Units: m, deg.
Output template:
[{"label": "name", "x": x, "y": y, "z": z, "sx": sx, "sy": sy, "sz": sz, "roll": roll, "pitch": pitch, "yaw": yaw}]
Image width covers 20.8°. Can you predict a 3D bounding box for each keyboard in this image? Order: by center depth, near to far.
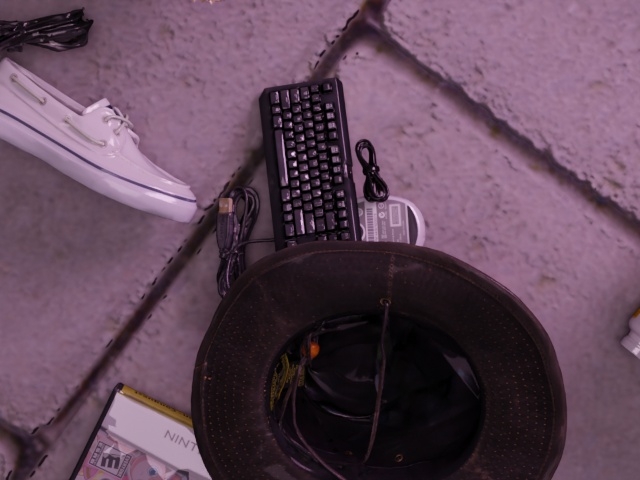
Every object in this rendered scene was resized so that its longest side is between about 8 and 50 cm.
[{"label": "keyboard", "x": 0.006, "y": -0.059, "z": 1.581, "sx": 0.108, "sy": 0.023, "sz": 0.180, "roll": -7, "pitch": 76, "yaw": 1}]

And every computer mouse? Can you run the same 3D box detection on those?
[{"label": "computer mouse", "x": 0.000, "y": 0.000, "z": 1.604, "sx": 0.193, "sy": 0.042, "sz": 0.106, "roll": -2, "pitch": 81, "yaw": 2}]

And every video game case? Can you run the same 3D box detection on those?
[{"label": "video game case", "x": -0.138, "y": 0.308, "z": 1.635, "sx": 0.248, "sy": 0.035, "sz": 0.274, "roll": 26, "pitch": 94, "yaw": -3}]

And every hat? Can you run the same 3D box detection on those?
[{"label": "hat", "x": 0.058, "y": 0.134, "z": 1.566, "sx": 0.331, "sy": 0.134, "sz": 0.331, "roll": 3, "pitch": 102, "yaw": 12}]

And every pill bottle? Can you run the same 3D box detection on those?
[{"label": "pill bottle", "x": 0.314, "y": 0.071, "z": 1.610, "sx": 0.043, "sy": 0.043, "sz": 0.083, "roll": 39, "pitch": 94, "yaw": -3}]

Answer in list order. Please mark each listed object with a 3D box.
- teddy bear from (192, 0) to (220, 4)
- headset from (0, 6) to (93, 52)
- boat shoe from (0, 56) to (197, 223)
[{"label": "teddy bear", "x": -0.093, "y": -0.373, "z": 1.510, "sx": 0.245, "sy": 0.113, "sz": 0.338, "roll": 3, "pitch": 91, "yaw": -31}, {"label": "headset", "x": -0.284, "y": -0.351, "z": 1.495, "sx": 0.185, "sy": 0.243, "sz": 0.394, "roll": -4, "pitch": 111, "yaw": -19}, {"label": "boat shoe", "x": -0.206, "y": -0.092, "z": 1.575, "sx": 0.226, "sy": 0.083, "sz": 0.075, "roll": 26, "pitch": 96, "yaw": -2}]
